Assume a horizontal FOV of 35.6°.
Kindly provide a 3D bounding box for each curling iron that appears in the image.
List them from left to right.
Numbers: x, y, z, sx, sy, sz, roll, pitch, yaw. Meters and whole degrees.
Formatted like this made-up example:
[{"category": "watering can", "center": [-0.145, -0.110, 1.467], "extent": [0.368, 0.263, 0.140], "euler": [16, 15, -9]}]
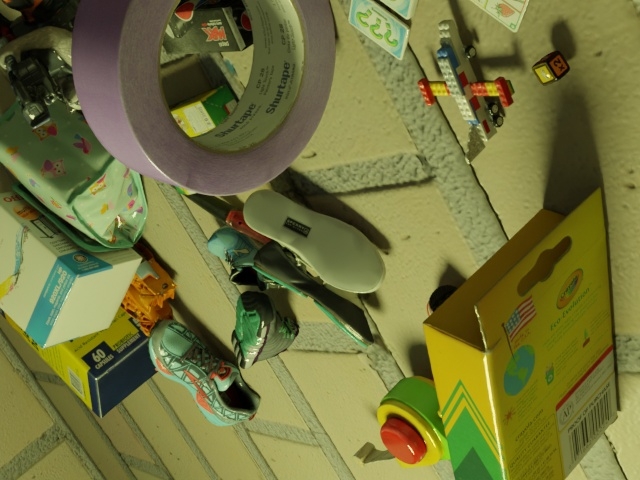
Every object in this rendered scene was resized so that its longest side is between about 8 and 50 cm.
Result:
[{"category": "curling iron", "center": [-0.127, -0.020, 1.460], "extent": [0.274, 0.068, 0.035], "euler": [39, 160, 24]}]

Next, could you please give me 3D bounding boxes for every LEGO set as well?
[{"category": "LEGO set", "center": [0.112, -0.191, 0.932], "extent": [0.244, 0.060, 0.182], "euler": [41, 153, 17]}]

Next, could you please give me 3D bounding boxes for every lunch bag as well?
[{"category": "lunch bag", "center": [-0.411, -0.103, 1.671], "extent": [0.223, 0.160, 0.262], "euler": [36, 165, 17]}]

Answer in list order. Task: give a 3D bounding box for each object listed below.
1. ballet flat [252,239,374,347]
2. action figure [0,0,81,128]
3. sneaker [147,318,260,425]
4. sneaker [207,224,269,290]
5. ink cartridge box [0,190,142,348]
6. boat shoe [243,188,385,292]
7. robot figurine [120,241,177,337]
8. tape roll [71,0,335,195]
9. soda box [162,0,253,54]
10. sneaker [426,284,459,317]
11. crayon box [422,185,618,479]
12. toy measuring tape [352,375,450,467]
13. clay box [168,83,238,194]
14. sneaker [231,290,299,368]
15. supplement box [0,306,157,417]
[{"category": "ballet flat", "center": [0.002, 0.062, 1.352], "extent": [0.203, 0.074, 0.074], "euler": [35, 149, 11]}, {"category": "action figure", "center": [-0.374, -0.305, 1.373], "extent": [0.341, 0.178, 0.330], "euler": [-122, 12, -45]}, {"category": "sneaker", "center": [-0.204, 0.235, 1.837], "extent": [0.125, 0.104, 0.262], "euler": [-13, 126, 45]}, {"category": "sneaker", "center": [-0.119, 0.029, 1.490], "extent": [0.162, 0.073, 0.063], "euler": [23, 141, 40]}, {"category": "ink cartridge box", "center": [-0.472, 0.039, 1.745], "extent": [0.232, 0.171, 0.168], "euler": [38, 116, 19]}, {"category": "boat shoe", "center": [0.000, 0.000, 1.302], "extent": [0.219, 0.078, 0.070], "euler": [33, -178, 25]}, {"category": "robot figurine", "center": [-0.386, 0.041, 1.869], "extent": [0.291, 0.085, 0.211], "euler": [41, 149, 18]}, {"category": "tape roll", "center": [-0.112, -0.188, 1.021], "extent": [0.090, 0.275, 0.275], "euler": [18, 137, 45]}, {"category": "soda box", "center": [-0.136, -0.262, 1.200], "extent": [0.169, 0.053, 0.060], "euler": [10, 131, 49]}, {"category": "sneaker", "center": [0.189, 0.123, 1.197], "extent": [0.161, 0.057, 0.075], "euler": [45, 168, 7]}, {"category": "crayon box", "center": [0.208, 0.114, 0.998], "extent": [0.081, 0.202, 0.319], "euler": [23, 140, 40]}, {"category": "toy measuring tape", "center": [0.108, 0.255, 1.392], "extent": [0.121, 0.121, 0.330], "euler": [53, 151, -4]}, {"category": "clay box", "center": [-0.168, -0.135, 1.392], "extent": [0.222, 0.053, 0.127], "euler": [-4, 121, 57]}, {"category": "sneaker", "center": [-0.076, 0.126, 1.527], "extent": [0.224, 0.098, 0.083], "euler": [117, 136, -63]}, {"category": "supplement box", "center": [-0.493, 0.148, 2.029], "extent": [0.356, 0.194, 0.195], "euler": [41, 150, 17]}]
